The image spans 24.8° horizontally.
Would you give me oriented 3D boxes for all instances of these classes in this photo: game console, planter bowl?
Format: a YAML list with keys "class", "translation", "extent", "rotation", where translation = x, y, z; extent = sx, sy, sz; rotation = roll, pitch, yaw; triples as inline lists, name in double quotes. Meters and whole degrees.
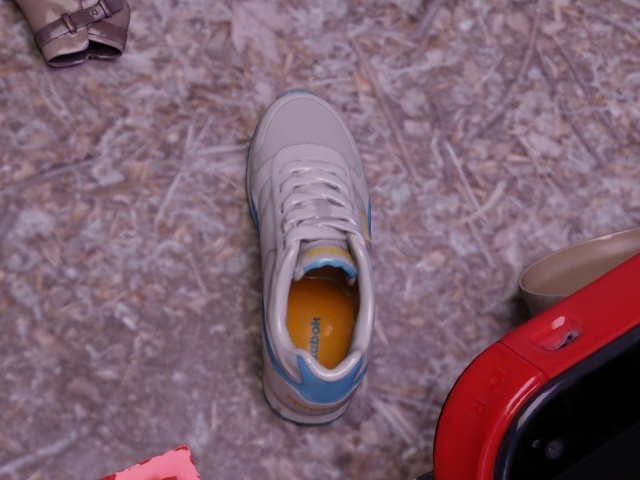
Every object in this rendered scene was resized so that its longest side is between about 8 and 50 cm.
- class: "game console"
  translation: [0.262, 0.146, 0.897]
  extent: [0.386, 0.060, 0.342]
  rotation: [-29, 117, -20]
- class: "planter bowl"
  translation: [0.222, 0.059, 0.965]
  extent: [0.162, 0.162, 0.109]
  rotation: [-19, 102, -19]

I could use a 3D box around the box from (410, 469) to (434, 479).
- class: "box"
  translation: [0.101, 0.181, 0.948]
  extent: [0.136, 0.028, 0.081]
  rotation: [-22, 76, -18]

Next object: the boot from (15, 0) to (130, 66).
- class: "boot"
  translation: [-0.191, -0.162, 1.005]
  extent: [0.118, 0.042, 0.087]
  rotation: [-7, 73, -15]

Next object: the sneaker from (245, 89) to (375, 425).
- class: "sneaker"
  translation: [0.000, 0.000, 0.959]
  extent: [0.087, 0.092, 0.228]
  rotation: [-1, 69, -12]

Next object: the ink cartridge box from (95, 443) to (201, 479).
- class: "ink cartridge box"
  translation: [-0.113, 0.249, 0.861]
  extent: [0.181, 0.056, 0.224]
  rotation: [-20, 77, -19]
